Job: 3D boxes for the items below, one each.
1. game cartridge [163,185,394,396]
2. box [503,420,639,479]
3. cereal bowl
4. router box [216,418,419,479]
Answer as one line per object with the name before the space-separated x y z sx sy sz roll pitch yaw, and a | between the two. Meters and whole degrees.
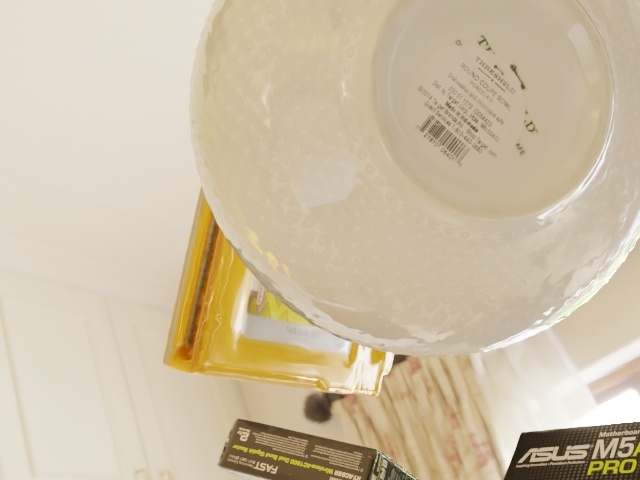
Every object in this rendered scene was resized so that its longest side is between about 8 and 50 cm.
game cartridge | 0.000 0.000 0.947 0.053 0.285 0.324 8 -6 36
box | 0.294 0.238 0.721 0.216 0.060 0.270 -19 -60 45
cereal bowl | 0.088 -0.088 0.652 0.339 0.338 0.141 -13 2 -15
router box | 0.004 0.165 0.686 0.123 0.038 0.092 4 -26 35
